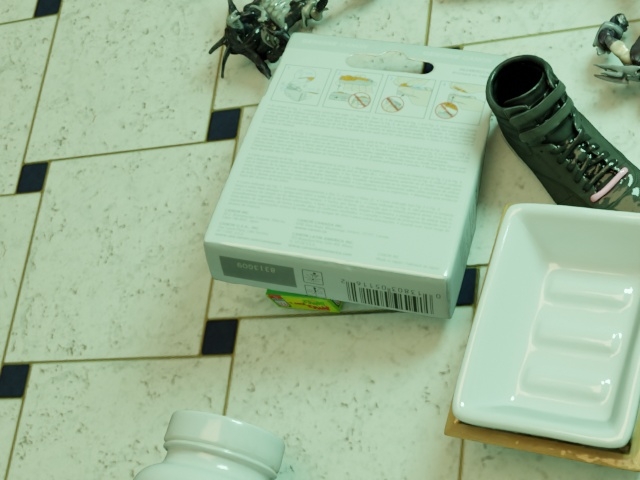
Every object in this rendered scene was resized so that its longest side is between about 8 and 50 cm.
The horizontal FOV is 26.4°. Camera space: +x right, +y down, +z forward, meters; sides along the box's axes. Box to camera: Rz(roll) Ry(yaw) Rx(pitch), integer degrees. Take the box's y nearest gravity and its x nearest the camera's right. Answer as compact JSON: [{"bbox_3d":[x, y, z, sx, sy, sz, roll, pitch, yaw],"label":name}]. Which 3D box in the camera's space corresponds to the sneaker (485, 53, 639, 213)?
[{"bbox_3d":[0.292,-0.108,1.611,0.104,0.147,0.295,-41,55,1],"label":"sneaker"}]

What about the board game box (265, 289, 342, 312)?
[{"bbox_3d":[0.000,0.000,1.774,0.092,0.043,0.181,4,67,30],"label":"board game box"}]

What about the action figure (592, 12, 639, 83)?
[{"bbox_3d":[0.427,-0.287,1.658,0.185,0.099,0.285,4,85,16],"label":"action figure"}]

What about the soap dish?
[{"bbox_3d":[0.284,0.107,1.522,0.229,0.118,0.290,6,69,31],"label":"soap dish"}]

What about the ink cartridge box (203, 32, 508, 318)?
[{"bbox_3d":[0.056,-0.095,1.743,0.308,0.091,0.385,8,52,15],"label":"ink cartridge box"}]

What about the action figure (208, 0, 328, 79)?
[{"bbox_3d":[-0.052,-0.342,1.922,0.276,0.141,0.164,-31,56,7],"label":"action figure"}]

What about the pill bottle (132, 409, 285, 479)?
[{"bbox_3d":[-0.151,0.375,1.570,0.188,0.188,0.333,4,67,29],"label":"pill bottle"}]
